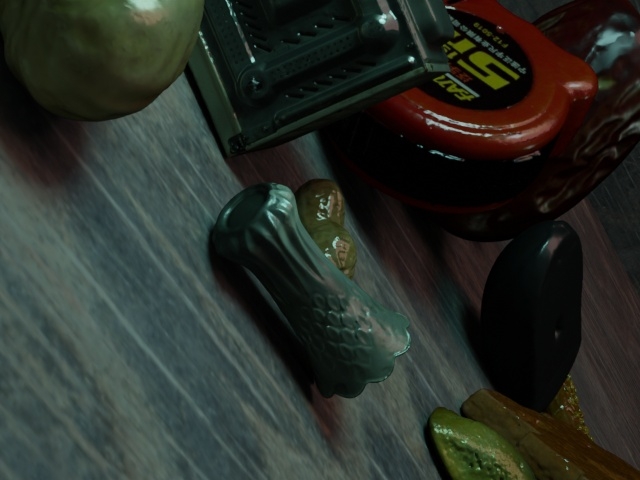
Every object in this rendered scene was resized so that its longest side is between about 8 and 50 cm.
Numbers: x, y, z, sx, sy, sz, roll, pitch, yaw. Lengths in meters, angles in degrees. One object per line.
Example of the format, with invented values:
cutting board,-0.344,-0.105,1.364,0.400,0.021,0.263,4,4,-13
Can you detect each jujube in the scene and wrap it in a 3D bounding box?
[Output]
jujube,0.241,-0.136,1.317,0.223,0.318,0.223,43,21,-21

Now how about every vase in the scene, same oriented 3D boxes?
vase,-0.009,0.030,0.786,0.148,0.081,0.081,52,22,-28

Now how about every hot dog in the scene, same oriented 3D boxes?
hot dog,0.317,0.230,1.511,0.071,0.045,0.165,48,24,-49

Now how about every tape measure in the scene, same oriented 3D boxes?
tape measure,0.117,-0.145,1.130,0.253,0.114,0.260,39,51,18

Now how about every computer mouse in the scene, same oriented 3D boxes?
computer mouse,0.232,0.079,1.316,0.137,0.086,0.269,-49,144,-31

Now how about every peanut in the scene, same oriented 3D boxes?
peanut,-0.123,-0.165,0.670,0.125,0.111,0.274,40,24,-23
peanut,0.000,0.000,0.886,0.054,0.054,0.113,44,31,-49

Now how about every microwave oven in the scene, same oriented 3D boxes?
microwave oven,-0.021,-0.208,0.874,0.240,0.194,0.145,68,19,-2

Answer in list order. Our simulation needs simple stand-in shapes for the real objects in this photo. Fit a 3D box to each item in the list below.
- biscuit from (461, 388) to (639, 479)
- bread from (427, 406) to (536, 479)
biscuit,0.272,0.242,1.109,0.284,0.043,0.306,30,6,-13
bread,0.148,0.228,1.005,0.149,0.065,0.187,-12,80,-67
